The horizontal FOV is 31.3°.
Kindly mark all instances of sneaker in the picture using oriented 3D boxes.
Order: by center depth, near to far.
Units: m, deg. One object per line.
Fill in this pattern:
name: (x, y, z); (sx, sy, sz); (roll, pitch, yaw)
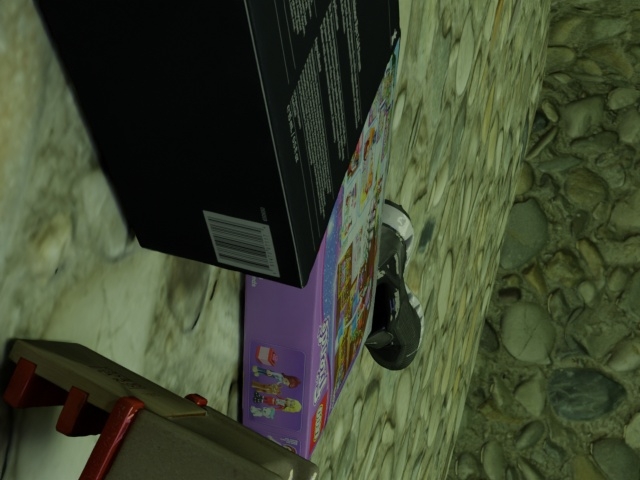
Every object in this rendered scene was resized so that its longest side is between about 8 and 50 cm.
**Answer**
sneaker: (0.052, 0.071, 1.129); (0.234, 0.078, 0.106); (81, 27, -48)

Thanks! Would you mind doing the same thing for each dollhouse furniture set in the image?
dollhouse furniture set: (-0.116, 0.189, 0.505); (0.259, 0.135, 0.262); (-66, 166, -2)

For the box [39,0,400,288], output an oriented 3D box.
box: (-0.036, -0.129, 0.526); (0.261, 0.103, 0.184); (81, 28, -56)

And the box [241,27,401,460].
box: (0.000, 0.000, 0.880); (0.201, 0.057, 0.293); (-59, 157, -56)
